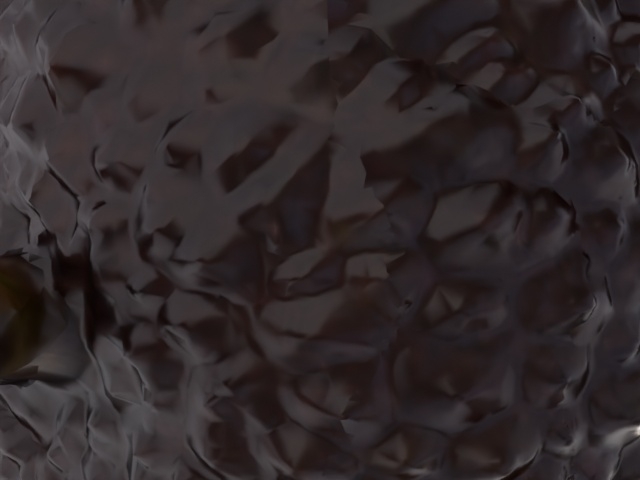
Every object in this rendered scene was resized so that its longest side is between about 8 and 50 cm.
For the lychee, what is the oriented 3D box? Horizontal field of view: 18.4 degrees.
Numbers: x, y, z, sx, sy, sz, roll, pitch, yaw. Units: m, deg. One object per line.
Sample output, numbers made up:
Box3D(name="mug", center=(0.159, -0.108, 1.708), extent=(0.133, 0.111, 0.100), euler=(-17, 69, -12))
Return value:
Box3D(name="lychee", center=(0.000, 0.000, 0.570), extent=(0.300, 0.264, 0.264), euler=(-11, 130, -43))
